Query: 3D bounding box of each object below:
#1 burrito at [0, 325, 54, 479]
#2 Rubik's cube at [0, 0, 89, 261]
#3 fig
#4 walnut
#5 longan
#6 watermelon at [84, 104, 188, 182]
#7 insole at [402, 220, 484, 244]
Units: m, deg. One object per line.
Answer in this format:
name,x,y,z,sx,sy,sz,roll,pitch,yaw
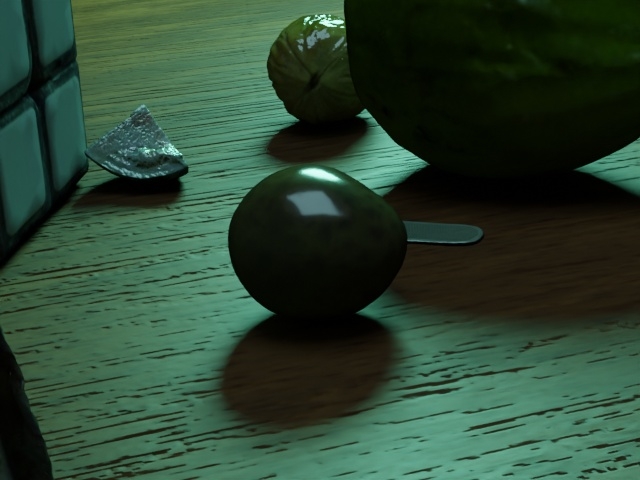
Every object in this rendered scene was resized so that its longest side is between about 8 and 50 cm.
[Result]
burrito,-0.204,0.047,0.588,0.107,0.175,0.348,-25,29,-18
Rubik's cube,-0.355,-0.137,0.892,0.305,0.304,0.301,-1,21,9
fig,0.155,-0.141,0.976,0.233,0.233,0.314,-14,34,-27
walnut,0.006,-0.156,1.170,0.105,0.105,0.124,6,23,20
longan,0.000,0.000,0.789,0.113,0.092,0.113,-3,20,1
watermelon,-0.137,-0.077,1.035,0.085,0.061,0.085,1,11,0
insole,0.039,-0.007,0.923,0.152,0.002,0.053,3,22,13
